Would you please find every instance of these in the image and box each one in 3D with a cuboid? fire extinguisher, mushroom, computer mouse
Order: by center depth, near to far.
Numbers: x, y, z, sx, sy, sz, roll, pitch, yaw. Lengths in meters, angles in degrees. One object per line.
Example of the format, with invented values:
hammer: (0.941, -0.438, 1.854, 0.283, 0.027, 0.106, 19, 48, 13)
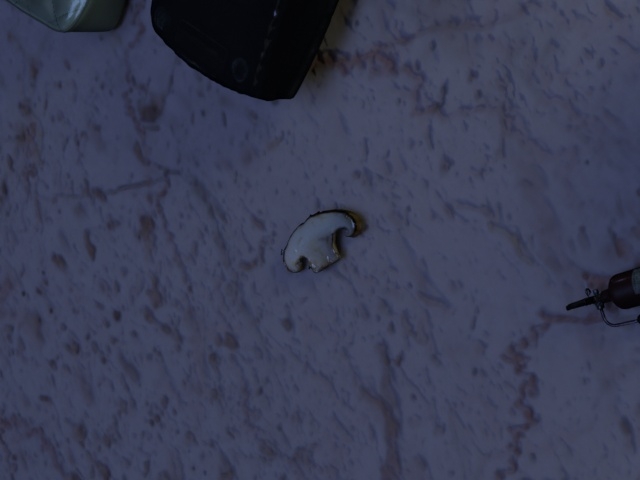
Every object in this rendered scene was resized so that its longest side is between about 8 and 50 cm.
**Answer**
fire extinguisher: (0.272, 0.034, 1.070, 0.173, 0.035, 0.049, -20, 124, 39)
computer mouse: (-0.047, -0.261, 1.218, 0.170, 0.100, 0.269, 39, 125, 31)
mushroom: (0.000, 0.000, 1.283, 0.101, 0.019, 0.049, -31, 79, 40)

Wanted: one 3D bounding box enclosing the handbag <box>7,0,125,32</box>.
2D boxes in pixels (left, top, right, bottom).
handbag: (-0.271, -0.342, 1.400, 0.256, 0.079, 0.219, 32, 113, 28)
